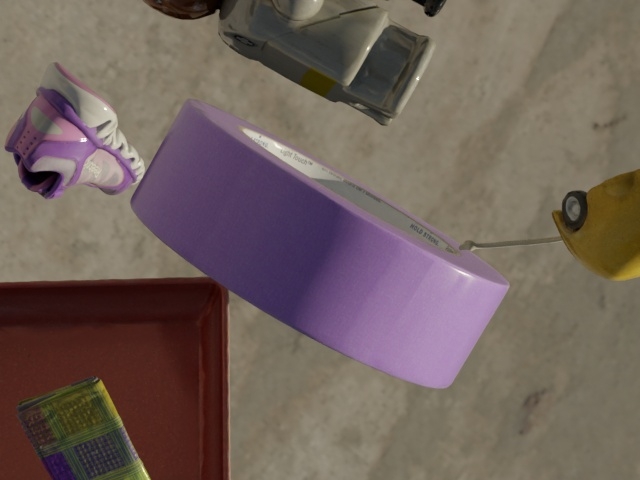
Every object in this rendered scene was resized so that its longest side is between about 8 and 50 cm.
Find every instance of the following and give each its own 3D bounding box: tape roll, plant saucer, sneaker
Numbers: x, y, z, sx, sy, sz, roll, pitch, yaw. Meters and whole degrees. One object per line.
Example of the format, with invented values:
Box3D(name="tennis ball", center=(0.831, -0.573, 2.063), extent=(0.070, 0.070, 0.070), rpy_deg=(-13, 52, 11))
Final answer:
Box3D(name="tape roll", center=(0.000, 0.000, 1.001), extent=(0.274, 0.275, 0.090), rpy_deg=(22, 100, -51))
Box3D(name="plant saucer", center=(-0.195, 0.156, 1.001), extent=(0.258, 0.259, 0.048), rpy_deg=(-1, 156, -2))
Box3D(name="sneaker", center=(-0.244, -0.084, 1.307), extent=(0.104, 0.095, 0.236), rpy_deg=(-51, 169, -8))

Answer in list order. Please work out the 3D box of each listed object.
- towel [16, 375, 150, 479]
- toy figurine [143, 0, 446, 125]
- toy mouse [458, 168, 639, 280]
Box3D(name="towel", center=(-0.149, 0.128, 0.854), extent=(0.060, 0.009, 0.083), rpy_deg=(-23, 106, 8))
Box3D(name="toy figurine", center=(0.017, -0.178, 0.581), extent=(0.209, 0.148, 0.213), rpy_deg=(-58, -175, 39))
Box3D(name="toy mouse", center=(0.154, -0.010, 0.467), extent=(0.143, 0.161, 0.031), rpy_deg=(-2, 74, -34))
